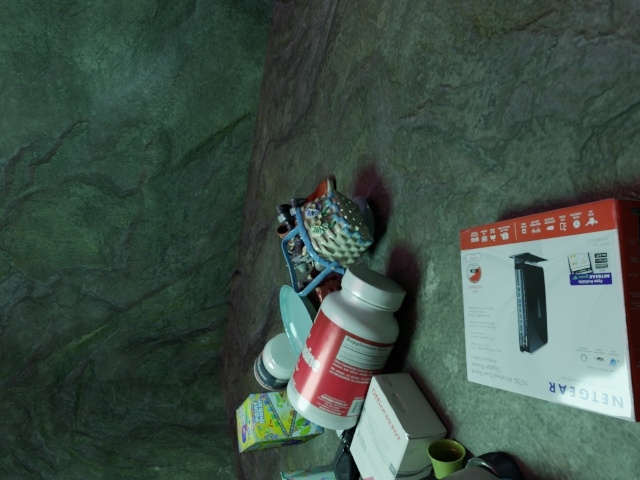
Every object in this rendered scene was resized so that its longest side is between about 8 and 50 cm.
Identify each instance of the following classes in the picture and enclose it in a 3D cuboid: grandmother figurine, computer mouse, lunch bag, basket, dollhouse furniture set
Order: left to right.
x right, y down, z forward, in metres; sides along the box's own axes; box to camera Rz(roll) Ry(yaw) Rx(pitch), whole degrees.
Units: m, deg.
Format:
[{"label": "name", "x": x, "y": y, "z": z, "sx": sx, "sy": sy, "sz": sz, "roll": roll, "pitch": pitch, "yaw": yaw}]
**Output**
[{"label": "grandmother figurine", "x": -0.031, "y": 0.057, "z": 1.810, "sx": 0.342, "sy": 0.103, "sz": 0.208, "roll": -163, "pitch": 67, "yaw": -70}, {"label": "lunch bag", "x": -0.015, "y": 0.905, "z": 1.535, "sx": 0.160, "sy": 0.223, "sz": 0.263, "roll": 133, "pitch": 134, "yaw": -70}, {"label": "basket", "x": 0.000, "y": 0.000, "z": 1.426, "sx": 0.289, "sy": 0.201, "sz": 0.255, "roll": -46, "pitch": 41, "yaw": 22}, {"label": "dollhouse furniture set", "x": 0.072, "y": 0.306, "z": 1.520, "sx": 0.201, "sy": 0.152, "sz": 0.375, "roll": -11, "pitch": 95, "yaw": 67}, {"label": "computer mouse", "x": 0.083, "y": 0.641, "z": 1.421, "sx": 0.188, "sy": 0.072, "sz": 0.273, "roll": -36, "pitch": -49, "yaw": -61}]

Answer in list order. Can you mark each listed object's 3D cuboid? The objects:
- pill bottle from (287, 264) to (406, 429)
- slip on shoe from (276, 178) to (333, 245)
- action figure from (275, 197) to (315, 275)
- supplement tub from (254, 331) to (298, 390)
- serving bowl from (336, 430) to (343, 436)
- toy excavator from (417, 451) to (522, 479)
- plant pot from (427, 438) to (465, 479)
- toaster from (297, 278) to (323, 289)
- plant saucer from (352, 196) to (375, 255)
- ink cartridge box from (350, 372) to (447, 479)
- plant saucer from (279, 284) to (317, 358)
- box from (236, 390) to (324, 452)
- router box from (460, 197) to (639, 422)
[{"label": "pill bottle", "x": 0.078, "y": 0.289, "z": 1.287, "sx": 0.408, "sy": 0.228, "sz": 0.229, "roll": -68, "pitch": 26, "yaw": 11}, {"label": "slip on shoe", "x": -0.058, "y": -0.112, "z": 1.800, "sx": 0.331, "sy": 0.101, "sz": 0.123, "roll": -48, "pitch": 31, "yaw": 30}, {"label": "action figure", "x": -0.076, "y": -0.009, "z": 1.698, "sx": 0.185, "sy": 0.099, "sz": 0.285, "roll": -23, "pitch": 73, "yaw": 40}, {"label": "supplement tub", "x": -0.170, "y": 0.522, "z": 1.997, "sx": 0.272, "sy": 0.191, "sz": 0.191, "roll": 122, "pitch": 143, "yaw": -52}, {"label": "serving bowl", "x": 0.079, "y": 0.633, "z": 1.581, "sx": 0.083, "sy": 0.027, "sz": 0.084, "roll": -178, "pitch": 90, "yaw": -69}, {"label": "toy excavator", "x": 0.337, "y": 0.642, "z": 0.728, "sx": 0.445, "sy": 0.222, "sz": 0.434, "roll": 16, "pitch": 105, "yaw": 59}, {"label": "plant pot", "x": 0.282, "y": 0.501, "z": 1.028, "sx": 0.083, "sy": 0.083, "sz": 0.079, "roll": -160, "pitch": 60, "yaw": -67}, {"label": "toaster", "x": -0.025, "y": 0.237, "z": 1.700, "sx": 0.227, "sy": 0.128, "sz": 0.147, "roll": -119, "pitch": 26, "yaw": -67}, {"label": "plant saucer", "x": 0.133, "y": -0.043, "z": 1.480, "sx": 0.195, "sy": 0.037, "sz": 0.195, "roll": -178, "pitch": 90, "yaw": -69}, {"label": "ink cartridge box", "x": 0.190, "y": 0.516, "z": 1.188, "sx": 0.207, "sy": 0.117, "sz": 0.283, "roll": -123, "pitch": 40, "yaw": -55}, {"label": "plant saucer", "x": -0.054, "y": 0.296, "z": 1.550, "sx": 0.318, "sy": 0.043, "sz": 0.318, "roll": 49, "pitch": 148, "yaw": 46}, {"label": "box", "x": -0.174, "y": 0.729, "z": 1.875, "sx": 0.290, "sy": 0.278, "sz": 0.177, "roll": 123, "pitch": 143, "yaw": -53}, {"label": "router box", "x": 0.382, "y": 0.108, "z": 0.781, "sx": 0.335, "sy": 0.082, "sz": 0.302, "roll": 162, "pitch": 109, "yaw": -67}]
